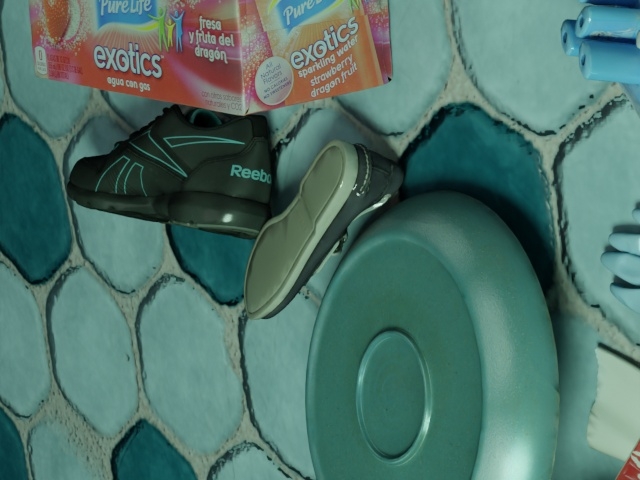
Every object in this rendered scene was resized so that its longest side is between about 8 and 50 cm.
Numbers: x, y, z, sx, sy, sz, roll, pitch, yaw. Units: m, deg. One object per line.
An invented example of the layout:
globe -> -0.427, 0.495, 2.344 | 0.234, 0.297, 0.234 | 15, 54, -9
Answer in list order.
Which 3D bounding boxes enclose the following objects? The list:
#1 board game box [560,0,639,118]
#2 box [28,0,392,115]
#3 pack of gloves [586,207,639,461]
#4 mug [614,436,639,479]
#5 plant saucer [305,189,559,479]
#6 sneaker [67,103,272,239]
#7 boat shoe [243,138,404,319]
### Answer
board game box -> 0.240, -0.190, 1.013 | 0.390, 0.050, 0.390 | -104, 23, -57
box -> -0.096, -0.195, 1.503 | 0.300, 0.154, 0.142 | 15, 113, 49
pack of gloves -> 0.260, 0.092, 1.244 | 0.232, 0.046, 0.195 | 20, 118, 46
mug -> 0.283, 0.144, 1.154 | 0.169, 0.150, 0.113 | 30, 149, 11
plant saucer -> 0.068, 0.119, 1.420 | 0.317, 0.043, 0.318 | -8, 81, 58
sneaker -> -0.127, -0.064, 1.650 | 0.267, 0.101, 0.106 | 8, 89, 48
boat shoe -> 0.000, 0.000, 1.513 | 0.206, 0.065, 0.075 | -55, 37, 41
